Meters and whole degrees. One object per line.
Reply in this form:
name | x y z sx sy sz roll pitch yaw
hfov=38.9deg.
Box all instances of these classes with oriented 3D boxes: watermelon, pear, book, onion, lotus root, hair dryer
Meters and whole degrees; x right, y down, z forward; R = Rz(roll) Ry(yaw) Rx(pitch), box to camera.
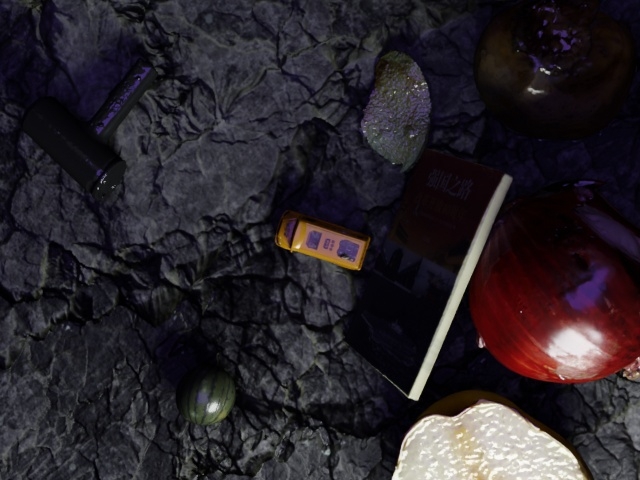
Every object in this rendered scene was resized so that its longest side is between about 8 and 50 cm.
watermelon | -0.199 0.261 1.604 0.105 0.105 0.133 16 71 7
pear | 0.281 0.430 1.491 0.340 0.191 0.386 -15 90 12
book | 0.163 0.042 1.477 0.028 0.262 0.373 20 96 -24
onion | 0.378 0.070 1.396 0.341 0.341 0.341 0 92 8
lotus root | 0.386 -0.294 1.468 0.272 0.192 0.272 -1 84 10
hair dryer | -0.388 -0.228 1.633 0.197 0.089 0.251 41 88 7

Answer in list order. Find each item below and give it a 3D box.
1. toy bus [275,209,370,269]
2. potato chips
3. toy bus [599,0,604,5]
toy bus | 0.000 0.000 1.577 0.162 0.074 0.069 18 95 6
potato chips | 0.129 -0.222 1.574 0.142 0.026 0.209 -23 87 15
toy bus | 0.474 -0.483 1.471 0.101 0.088 0.175 31 82 5
